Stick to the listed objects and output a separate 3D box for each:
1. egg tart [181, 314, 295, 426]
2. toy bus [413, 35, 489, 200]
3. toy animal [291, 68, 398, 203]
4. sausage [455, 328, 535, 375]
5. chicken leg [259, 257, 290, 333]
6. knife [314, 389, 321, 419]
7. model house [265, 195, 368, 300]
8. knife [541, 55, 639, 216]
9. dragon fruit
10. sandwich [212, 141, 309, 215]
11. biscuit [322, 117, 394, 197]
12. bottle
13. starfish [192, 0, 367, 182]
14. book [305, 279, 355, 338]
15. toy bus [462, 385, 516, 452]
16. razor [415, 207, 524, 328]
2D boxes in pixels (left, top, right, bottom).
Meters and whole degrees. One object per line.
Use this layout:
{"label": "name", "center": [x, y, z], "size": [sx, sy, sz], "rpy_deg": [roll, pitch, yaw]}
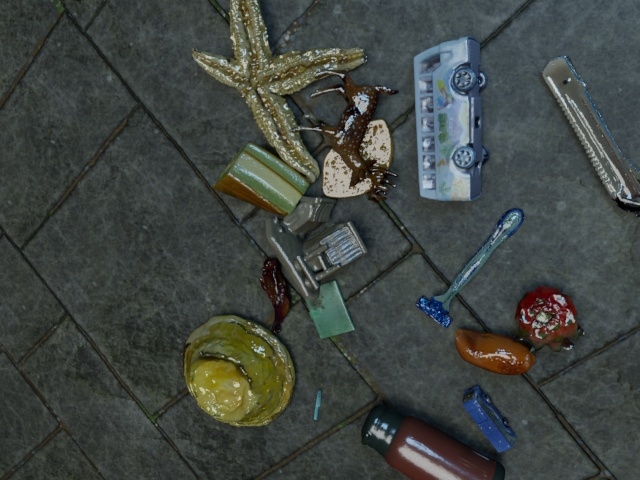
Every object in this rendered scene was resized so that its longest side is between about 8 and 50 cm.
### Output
{"label": "egg tart", "center": [-0.244, 0.371, 1.492], "size": [0.346, 0.132, 0.344], "rpy_deg": [6, 107, 20]}
{"label": "toy bus", "center": [0.274, -0.249, 1.169], "size": [0.136, 0.109, 0.329], "rpy_deg": [2, 103, 31]}
{"label": "toy animal", "center": [0.074, -0.229, 1.211], "size": [0.260, 0.087, 0.243], "rpy_deg": [25, 108, 4]}
{"label": "sausage", "center": [0.389, 0.252, 1.250], "size": [0.180, 0.089, 0.089], "rpy_deg": [15, 107, 18]}
{"label": "chicken leg", "center": [-0.116, 0.144, 1.434], "size": [0.093, 0.053, 0.204], "rpy_deg": [-7, 94, 45]}
{"label": "knife", "center": [-0.006, 0.440, 1.485], "size": [0.014, 0.005, 0.090], "rpy_deg": [12, 106, 19]}
{"label": "model house", "center": [-0.002, 0.002, 1.317], "size": [0.188, 0.122, 0.229], "rpy_deg": [-32, 85, 20]}
{"label": "knife", "center": [0.554, -0.207, 1.107], "size": [0.089, 0.043, 0.365], "rpy_deg": [-31, 88, -9]}
{"label": "dragon fruit", "center": [0.483, 0.167, 1.181], "size": [0.130, 0.121, 0.141], "rpy_deg": [35, 145, 43]}
{"label": "sandwich", "center": [-0.145, -0.135, 1.347], "size": [0.187, 0.144, 0.117], "rpy_deg": [35, 71, -10]}
{"label": "biscuit", "center": [0.088, -0.183, 1.279], "size": [0.142, 0.029, 0.220], "rpy_deg": [34, 106, -1]}
{"label": "bottle", "center": [0.257, 0.517, 1.330], "size": [0.336, 0.144, 0.143], "rpy_deg": [28, 110, 13]}
{"label": "starfish", "center": [-0.078, -0.381, 1.277], "size": [0.432, 0.082, 0.324], "rpy_deg": [44, 106, -2]}
{"label": "book", "center": [0.018, 0.177, 1.407], "size": [0.103, 0.017, 0.134], "rpy_deg": [-19, 95, 23]}
{"label": "toy bus", "center": [0.395, 0.420, 1.302], "size": [0.051, 0.061, 0.153], "rpy_deg": [-37, 90, 29]}
{"label": "razor", "center": [0.341, 0.060, 1.241], "size": [0.093, 0.056, 0.324], "rpy_deg": [39, 112, 10]}
